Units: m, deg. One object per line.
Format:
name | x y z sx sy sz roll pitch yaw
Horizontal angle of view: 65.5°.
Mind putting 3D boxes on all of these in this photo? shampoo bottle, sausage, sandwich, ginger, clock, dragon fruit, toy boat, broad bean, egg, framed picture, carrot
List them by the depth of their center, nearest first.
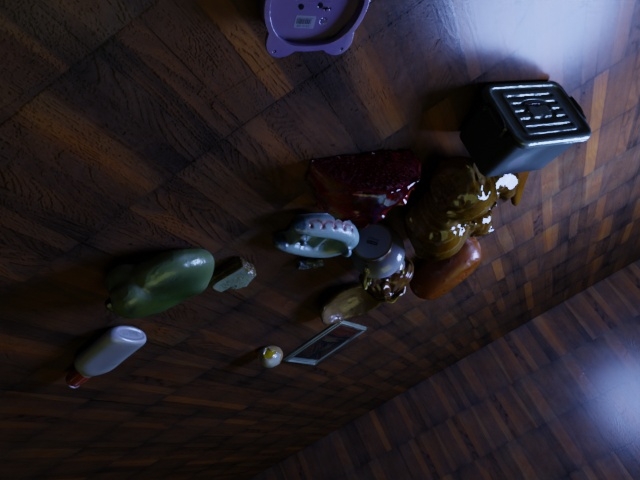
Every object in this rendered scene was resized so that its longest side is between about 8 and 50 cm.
clock | -0.016 -0.313 0.678 0.152 0.050 0.110 -12 146 -24
broad bean | -0.321 0.087 1.008 0.227 0.100 0.169 -23 156 -10
dragon fruit | 0.102 -0.088 1.039 0.274 0.126 0.161 -10 145 -26
toy boat | 0.000 0.000 1.125 0.207 0.079 0.134 5 147 -39
sandwich | -0.204 0.084 1.150 0.104 0.036 0.093 -29 151 4
shampoo bottle | -0.522 0.280 1.184 0.221 0.051 0.108 -38 151 16
ginger | 0.334 -0.074 1.228 0.274 0.152 0.358 -21 151 -34
carrot | 0.521 -0.168 1.314 0.069 0.069 0.336 -32 153 8
sausage | 0.382 0.087 1.528 0.133 0.133 0.258 10 135 -46
egg | -0.157 0.370 1.591 0.083 0.071 0.071 -8 145 -34
framed picture | 0.021 0.374 1.790 0.273 0.016 0.216 -37 148 17

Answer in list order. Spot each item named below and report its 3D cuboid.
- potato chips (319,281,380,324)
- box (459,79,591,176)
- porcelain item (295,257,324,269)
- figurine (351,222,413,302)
potato chips | 0.085 0.178 1.497 0.195 0.062 0.208 11 134 -39
box | 0.424 -0.231 1.054 0.243 0.163 0.135 -12 156 -26
porcelain item | -0.024 0.057 1.260 0.083 0.028 0.036 -3 159 -37
figurine | 0.160 0.062 1.294 0.190 0.142 0.263 -58 151 -16
